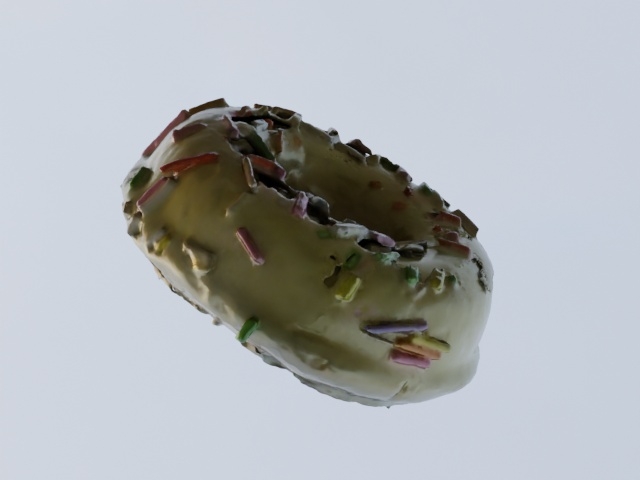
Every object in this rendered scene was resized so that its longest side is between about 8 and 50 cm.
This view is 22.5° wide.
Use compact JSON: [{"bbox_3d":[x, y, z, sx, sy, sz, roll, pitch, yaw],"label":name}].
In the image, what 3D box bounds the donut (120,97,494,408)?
[{"bbox_3d":[0.000,0.000,0.673,0.174,0.068,0.174,29,-161,-11],"label":"donut"}]
